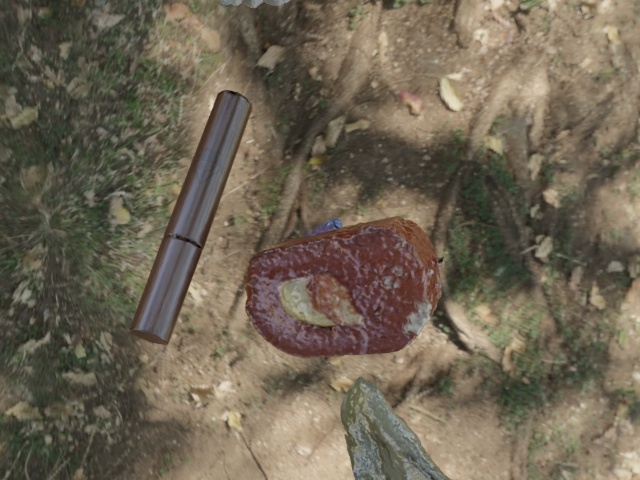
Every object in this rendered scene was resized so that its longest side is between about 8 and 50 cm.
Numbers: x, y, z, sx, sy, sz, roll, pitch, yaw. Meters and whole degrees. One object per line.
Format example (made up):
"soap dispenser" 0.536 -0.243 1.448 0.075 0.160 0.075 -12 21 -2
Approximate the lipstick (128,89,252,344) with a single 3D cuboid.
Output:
"lipstick" -0.165 -0.038 1.063 0.057 0.057 0.357 23 69 -17

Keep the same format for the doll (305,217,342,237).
"doll" 0.000 0.000 1.676 0.110 0.206 0.067 -42 97 21

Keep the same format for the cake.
"cake" 0.037 0.071 1.140 0.282 0.151 0.177 -12 94 17

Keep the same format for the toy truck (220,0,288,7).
"toy truck" -0.087 -0.394 1.040 0.161 0.213 0.177 37 60 8

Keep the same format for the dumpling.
"dumpling" 0.136 0.337 1.065 0.086 0.166 0.332 -19 62 -46

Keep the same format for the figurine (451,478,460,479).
"figurine" 0.218 0.365 0.826 0.133 0.276 0.200 -54 145 -10
